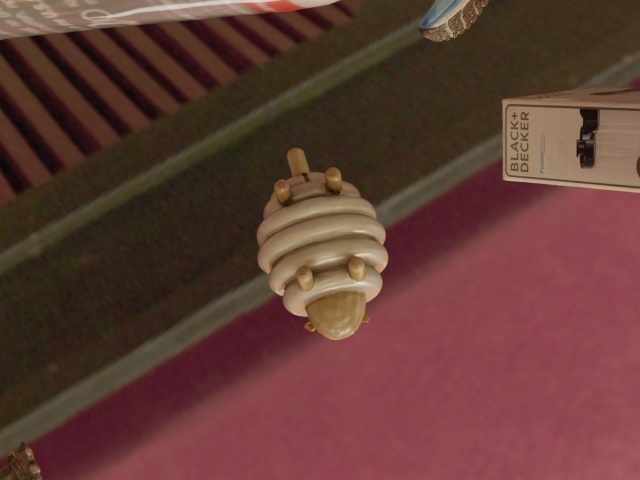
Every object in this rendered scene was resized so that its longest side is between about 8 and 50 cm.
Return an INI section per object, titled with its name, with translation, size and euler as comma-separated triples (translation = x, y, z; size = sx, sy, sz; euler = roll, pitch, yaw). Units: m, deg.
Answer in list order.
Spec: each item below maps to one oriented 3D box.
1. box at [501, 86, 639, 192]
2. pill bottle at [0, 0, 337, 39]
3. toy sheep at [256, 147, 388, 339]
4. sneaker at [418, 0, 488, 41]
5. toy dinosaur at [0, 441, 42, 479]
[box]
translation = 0.341, -0.102, 1.278
size = 0.169, 0.290, 0.087
euler = -12, 104, -39
[pill bottle]
translation = -0.131, -0.151, 0.456
size = 0.283, 0.161, 0.161
euler = -2, 127, 17
[toy sheep]
translation = 0.000, 0.000, 0.810
size = 0.091, 0.132, 0.091
euler = -8, 160, -3
[sneaker]
translation = 0.151, -0.285, 1.378
size = 0.162, 0.073, 0.063
euler = -54, 166, -8
[toy dinosaur]
translation = -0.264, 0.210, 0.860
size = 0.160, 0.313, 0.121
euler = -21, 107, -26
